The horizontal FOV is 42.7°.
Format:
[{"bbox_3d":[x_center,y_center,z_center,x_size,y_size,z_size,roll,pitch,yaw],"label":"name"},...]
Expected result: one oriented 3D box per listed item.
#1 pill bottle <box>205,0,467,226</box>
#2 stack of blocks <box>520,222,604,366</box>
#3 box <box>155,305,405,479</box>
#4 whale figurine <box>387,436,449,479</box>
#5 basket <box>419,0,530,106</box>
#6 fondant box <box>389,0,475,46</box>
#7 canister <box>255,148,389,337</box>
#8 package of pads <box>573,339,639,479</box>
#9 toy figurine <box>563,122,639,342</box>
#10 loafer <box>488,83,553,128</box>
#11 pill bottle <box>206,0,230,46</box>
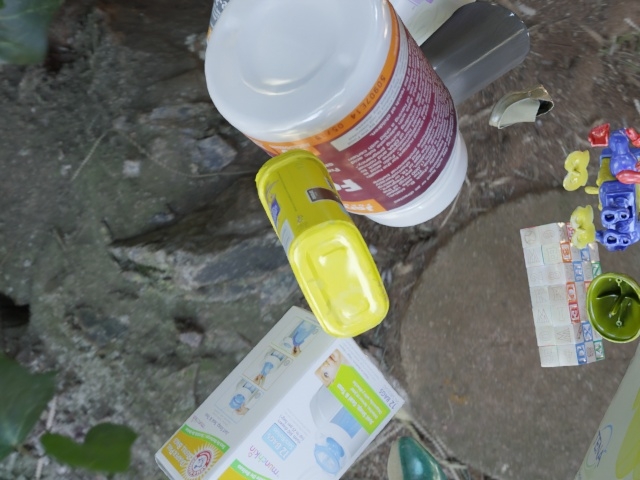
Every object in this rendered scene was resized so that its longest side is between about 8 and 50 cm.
[{"bbox_3d":[0.045,-0.163,1.047,0.224,0.392,0.223,-8,70,24],"label":"pill bottle"},{"bbox_3d":[0.532,0.113,1.762,0.087,0.171,0.297,-13,81,43],"label":"stack of blocks"},{"bbox_3d":[-0.039,0.181,0.786,0.203,0.103,0.114,-46,117,-15],"label":"box"},{"bbox_3d":[0.110,0.305,0.761,0.141,0.272,0.216,-22,116,24],"label":"whale figurine"},{"bbox_3d":[0.260,-0.345,1.599,0.204,0.227,0.154,12,135,51],"label":"basket"},{"bbox_3d":[0.185,-0.475,1.680,0.096,0.238,0.330,47,112,26],"label":"fondant box"},{"bbox_3d":[0.000,0.000,0.770,0.073,0.170,0.126,-25,119,0],"label":"canister"},{"bbox_3d":[0.188,0.116,0.375,0.101,0.296,0.229,24,97,12],"label":"package of pads"},{"bbox_3d":[0.499,-0.045,1.273,0.191,0.217,0.362,-4,119,24],"label":"toy figurine"},{"bbox_3d":[0.354,-0.232,1.430,0.050,0.148,0.056,42,146,31],"label":"loafer"},{"bbox_3d":[-0.129,-0.494,1.637,0.162,0.162,0.278,23,132,4],"label":"pill bottle"}]
